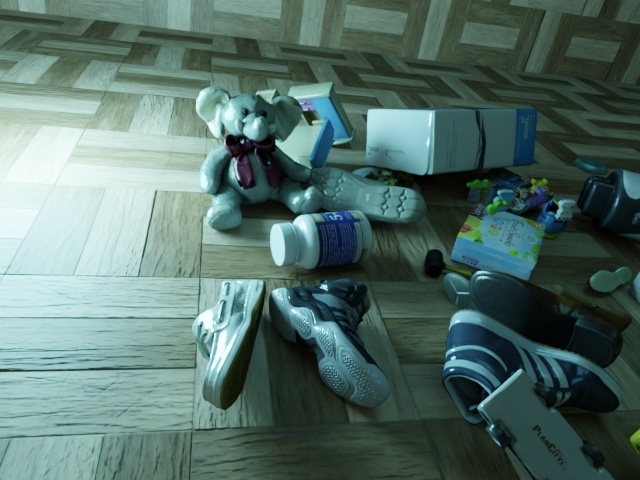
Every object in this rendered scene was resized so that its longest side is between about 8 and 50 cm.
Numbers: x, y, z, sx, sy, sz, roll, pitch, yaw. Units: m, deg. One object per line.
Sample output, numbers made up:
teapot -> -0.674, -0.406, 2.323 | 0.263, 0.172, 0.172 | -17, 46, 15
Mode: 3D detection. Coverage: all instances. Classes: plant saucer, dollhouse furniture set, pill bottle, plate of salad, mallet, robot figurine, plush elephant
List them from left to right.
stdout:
plush elephant -> -0.155, -0.217, 1.175 | 0.272, 0.255, 0.330 | -8, 35, -18
dollhouse furniture set -> -0.070, -0.263, 1.459 | 0.286, 0.198, 0.303 | 2, 59, 28
pill bottle -> 0.000, 0.000, 1.030 | 0.187, 0.112, 0.112 | -6, 36, -24
plate of salad -> 0.178, -0.162, 1.386 | 0.200, 0.048, 0.200 | 8, 33, -5
mallet -> 0.315, 0.065, 1.093 | 0.190, 0.039, 0.062 | 13, 36, -3
plant saucer -> 0.947, -0.266, 1.781 | 0.119, 0.021, 0.119 | 8, 33, -5
robot figurine -> 0.837, -0.084, 1.341 | 0.278, 0.173, 0.209 | 16, 63, 9

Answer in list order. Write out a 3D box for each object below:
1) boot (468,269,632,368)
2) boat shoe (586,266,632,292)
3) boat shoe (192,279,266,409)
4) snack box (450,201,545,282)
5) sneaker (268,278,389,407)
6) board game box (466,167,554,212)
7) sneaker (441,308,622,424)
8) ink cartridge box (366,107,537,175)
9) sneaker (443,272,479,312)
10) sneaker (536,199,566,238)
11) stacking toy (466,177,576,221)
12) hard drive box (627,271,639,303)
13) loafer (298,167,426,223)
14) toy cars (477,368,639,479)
boot -> 0.437, 0.114, 0.954 | 0.264, 0.096, 0.280 | 21, 18, 30
boat shoe -> 0.638, 0.087, 1.139 | 0.137, 0.049, 0.043 | -13, -3, -27
boat shoe -> -0.151, 0.148, 0.784 | 0.096, 0.098, 0.277 | 9, 24, -1
snack box -> 0.416, 0.002, 1.180 | 0.174, 0.070, 0.207 | 22, 35, 19
sneaker -> 0.044, 0.143, 0.829 | 0.153, 0.101, 0.268 | -21, 41, -35
board game box -> 0.513, -0.132, 1.421 | 0.194, 0.060, 0.194 | -19, 43, -36
sneaker -> 0.318, 0.230, 0.783 | 0.282, 0.099, 0.153 | 26, 45, 8
ink cartridge box -> 0.368, -0.293, 1.451 | 0.395, 0.166, 0.285 | -9, 17, -30
sneaker -> 0.311, 0.115, 1.003 | 0.152, 0.053, 0.061 | 38, 36, 25
sneaker -> 0.629, -0.078, 1.353 | 0.069, 0.082, 0.209 | 24, 34, 24
stacking toy -> 0.494, -0.102, 1.262 | 0.221, 0.052, 0.167 | -1, 26, -2
hard drive box -> 0.798, 0.149, 1.045 | 0.181, 0.089, 0.232 | 2, 34, -12
loafer -> 0.098, -0.101, 1.238 | 0.319, 0.112, 0.111 | 18, -3, 20
toy cars -> 0.398, 0.294, 0.693 | 0.394, 0.176, 0.087 | 12, -12, 2
